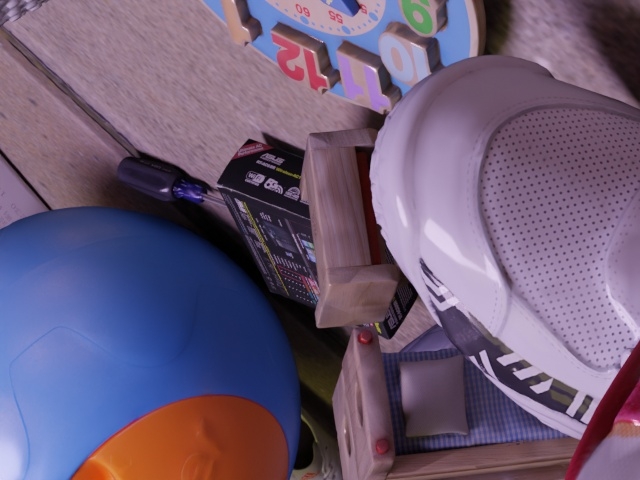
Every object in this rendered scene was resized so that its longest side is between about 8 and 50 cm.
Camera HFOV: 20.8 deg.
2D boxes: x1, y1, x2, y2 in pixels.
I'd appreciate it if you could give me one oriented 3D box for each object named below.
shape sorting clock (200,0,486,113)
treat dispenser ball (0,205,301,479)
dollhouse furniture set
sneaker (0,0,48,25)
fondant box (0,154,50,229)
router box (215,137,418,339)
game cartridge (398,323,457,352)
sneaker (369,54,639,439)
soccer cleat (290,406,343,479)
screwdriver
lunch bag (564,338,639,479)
[{"bbox_3d":[-0.016,-0.132,0.769,0.206,0.040,0.206,33,160,14],"label":"shape sorting clock"},{"bbox_3d":[-0.157,0.120,1.208,0.288,0.288,0.288,33,160,14],"label":"treat dispenser ball"},{"bbox_3d":[0.068,0.028,0.867,0.129,0.184,0.129,-6,161,-7],"label":"dollhouse furniture set"},{"bbox_3d":[-0.162,-0.185,0.871,0.095,0.090,0.235,49,158,8],"label":"sneaker"},{"bbox_3d":[-0.374,-0.051,1.500,0.330,0.096,0.238,18,152,47],"label":"fondant box"},{"bbox_3d":[0.000,0.000,1.031,0.092,0.038,0.122,22,156,28],"label":"router box"},{"bbox_3d":[0.107,0.154,1.109,0.196,0.060,0.294,44,157,10],"label":"game cartridge"},{"bbox_3d":[0.199,0.031,0.628,0.366,0.137,0.210,34,160,-5],"label":"sneaker"},{"bbox_3d":[-0.006,0.183,1.405,0.196,0.068,0.076,49,178,-21],"label":"soccer cleat"},{"bbox_3d":[-0.065,-0.025,1.137,0.170,0.024,0.025,19,-176,28],"label":"screwdriver"},{"bbox_3d":[0.213,0.047,0.392,0.258,0.293,0.120,42,162,-22],"label":"lunch bag"}]
